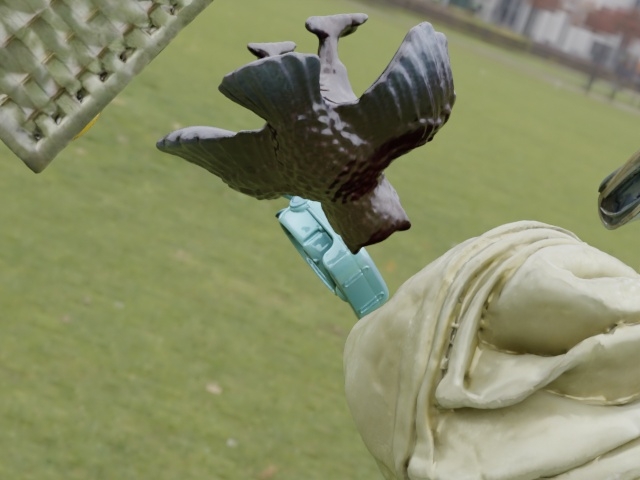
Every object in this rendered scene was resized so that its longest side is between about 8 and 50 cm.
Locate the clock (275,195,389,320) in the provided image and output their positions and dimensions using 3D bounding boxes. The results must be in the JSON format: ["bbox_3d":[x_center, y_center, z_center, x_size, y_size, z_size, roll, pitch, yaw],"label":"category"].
[{"bbox_3d":[0.001,-0.001,1.460,0.147,0.045,0.108,48,-7,36],"label":"clock"}]

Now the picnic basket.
[{"bbox_3d":[-0.118,-0.144,0.692,0.134,0.154,0.196,48,0,-19],"label":"picnic basket"}]

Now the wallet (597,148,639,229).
[{"bbox_3d":[0.392,-0.088,1.556,0.231,0.069,0.170,-19,-12,-23],"label":"wallet"}]

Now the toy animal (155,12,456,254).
[{"bbox_3d":[0.001,-0.062,1.114,0.218,0.179,0.116,-20,20,15],"label":"toy animal"}]

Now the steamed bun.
[{"bbox_3d":[0.182,0.124,1.244,0.289,0.276,0.203,60,-14,14],"label":"steamed bun"}]

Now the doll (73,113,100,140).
[{"bbox_3d":[-0.175,-0.101,0.844,0.127,0.084,0.073,52,17,-42],"label":"doll"}]
